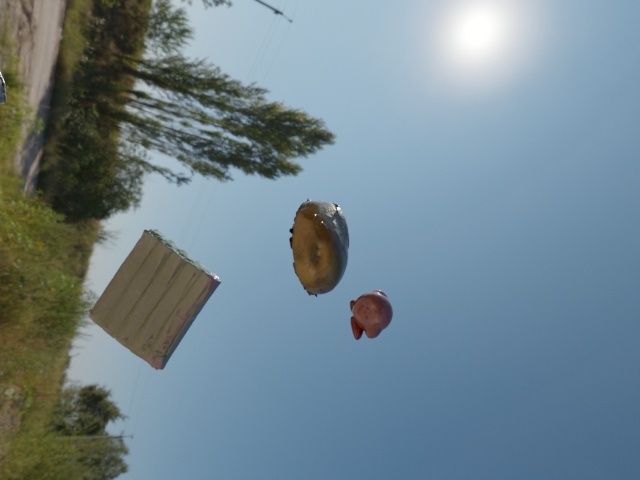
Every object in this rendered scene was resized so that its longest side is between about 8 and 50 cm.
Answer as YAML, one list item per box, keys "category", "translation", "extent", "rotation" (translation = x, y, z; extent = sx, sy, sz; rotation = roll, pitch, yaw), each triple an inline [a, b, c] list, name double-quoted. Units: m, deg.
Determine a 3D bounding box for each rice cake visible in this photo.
- category: "rice cake"
  translation: [-0.281, 0.098, 0.690]
  extent: [0.189, 0.037, 0.198]
  rotation: [31, -83, 16]

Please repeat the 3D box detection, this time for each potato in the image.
- category: "potato"
  translation: [0.000, 0.000, 0.934]
  extent: [0.098, 0.138, 0.243]
  rotation: [-12, -104, 25]

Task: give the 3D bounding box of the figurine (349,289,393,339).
- category: "figurine"
  translation: [0.086, 0.123, 0.686]
  extent: [0.071, 0.067, 0.083]
  rotation: [-15, -127, 17]

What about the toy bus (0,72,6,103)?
- category: "toy bus"
  translation: [-0.655, -0.254, 0.567]
  extent: [0.161, 0.324, 0.194]
  rotation: [-87, 171, -63]
